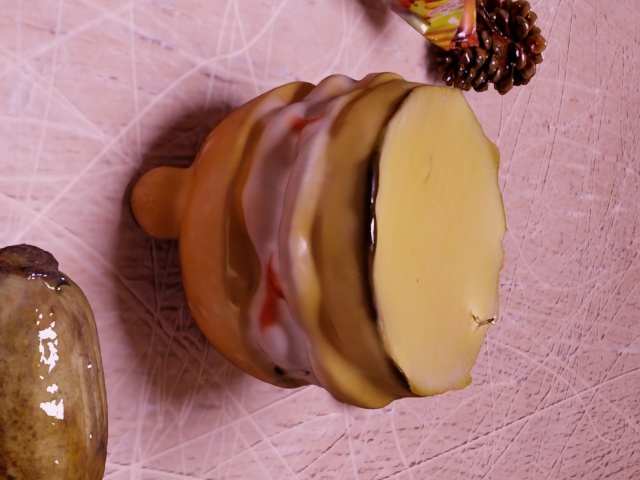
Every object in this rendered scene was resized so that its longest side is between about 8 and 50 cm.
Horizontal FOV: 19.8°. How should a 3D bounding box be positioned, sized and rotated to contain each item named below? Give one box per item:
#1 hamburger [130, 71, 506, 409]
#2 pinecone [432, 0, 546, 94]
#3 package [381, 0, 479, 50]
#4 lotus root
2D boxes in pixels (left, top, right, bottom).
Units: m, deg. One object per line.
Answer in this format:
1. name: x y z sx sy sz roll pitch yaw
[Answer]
1. hamburger: 0.000 0.000 1.439 0.276 0.236 0.276 4 85 -63
2. pinecone: 0.160 -0.182 1.772 0.109 0.102 0.102 -35 127 -27
3. package: 0.055 -0.299 1.568 0.288 0.108 0.223 30 61 -50
4. lotus root: -0.208 0.134 1.232 0.145 0.128 0.260 -21 116 -65
